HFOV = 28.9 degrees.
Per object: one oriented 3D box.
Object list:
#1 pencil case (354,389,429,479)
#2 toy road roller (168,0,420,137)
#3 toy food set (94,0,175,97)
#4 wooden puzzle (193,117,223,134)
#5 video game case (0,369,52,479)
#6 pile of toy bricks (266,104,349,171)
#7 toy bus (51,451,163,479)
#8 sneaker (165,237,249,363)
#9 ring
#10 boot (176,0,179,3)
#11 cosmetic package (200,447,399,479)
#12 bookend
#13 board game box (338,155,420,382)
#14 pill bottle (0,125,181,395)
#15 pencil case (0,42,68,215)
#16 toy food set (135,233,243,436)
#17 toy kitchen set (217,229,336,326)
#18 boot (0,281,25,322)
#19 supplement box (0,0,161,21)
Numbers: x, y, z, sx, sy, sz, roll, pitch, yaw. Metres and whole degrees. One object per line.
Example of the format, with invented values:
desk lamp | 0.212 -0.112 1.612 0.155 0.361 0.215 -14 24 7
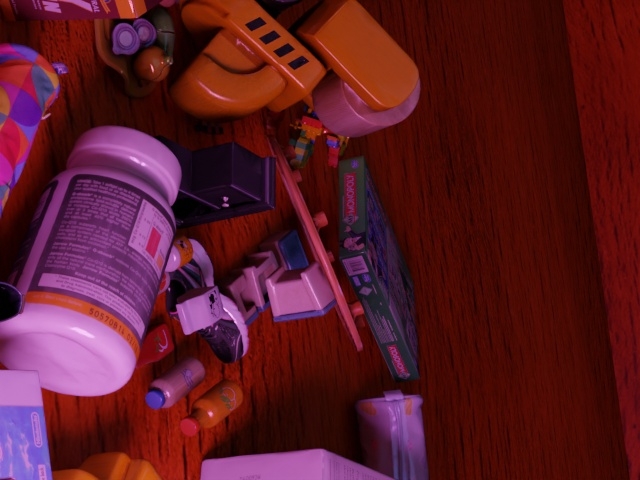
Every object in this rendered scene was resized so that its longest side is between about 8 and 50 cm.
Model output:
pencil case | 0.118 0.376 1.953 0.124 0.113 0.273 53 32 -75
toy road roller | -0.055 -0.229 1.679 0.329 0.202 0.240 42 76 -12
toy food set | -0.230 -0.298 1.606 0.128 0.071 0.218 4 77 -60
wooden puzzle | -0.157 -0.176 1.760 0.083 0.006 0.049 -2 82 -60
video game case | -0.355 0.248 1.109 0.244 0.061 0.269 7 63 -43
pile of toy bricks | -0.023 -0.155 1.917 0.212 0.118 0.105 -10 118 -77
toy bus | -0.279 0.354 1.273 0.130 0.108 0.332 57 37 -32
sneaker | -0.164 0.091 1.617 0.077 0.072 0.178 -44 111 -43
ring | 0.000 0.000 1.776 0.336 0.032 0.336 157 -90 -87
boot | -0.172 -0.322 1.750 0.114 0.037 0.106 20 50 -60
cosmetic package | 0.013 0.399 1.682 0.365 0.197 0.155 34 52 -54
bookend | -0.163 -0.080 1.567 0.156 0.157 0.072 28 57 -55
board game box | 0.095 0.050 1.990 0.213 0.046 0.317 -91 163 -45
pill bottle | -0.250 0.018 1.375 0.162 0.162 0.278 51 41 -41
pencil case | -0.349 -0.104 1.310 0.104 0.104 0.236 53 40 -39
toy food set | -0.185 0.118 1.506 0.104 0.111 0.232 -36 114 -59
toy kitchen set | -0.024 0.069 1.751 0.207 0.166 0.122 -44 119 -56
boot | -0.387 0.047 1.181 0.219 0.106 0.082 18 65 -58
supplement box | -0.251 -0.348 1.427 0.194 0.191 0.129 -49 134 -48
